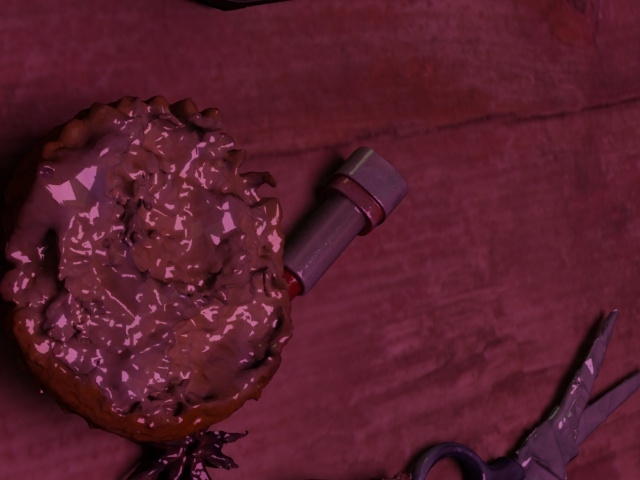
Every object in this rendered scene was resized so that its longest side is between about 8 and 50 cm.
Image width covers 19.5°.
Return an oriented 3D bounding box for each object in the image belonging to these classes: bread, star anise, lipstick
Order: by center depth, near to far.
[{"bbox_3d":[-0.144,0.024,1.459,0.274,0.149,0.274,4,84,-38],"label":"bread"},{"bbox_3d":[-0.108,0.183,1.549,0.124,0.056,0.129,-21,100,-31],"label":"star anise"},{"bbox_3d":[-0.001,0.000,1.669,0.063,0.057,0.186,43,63,-2],"label":"lipstick"}]

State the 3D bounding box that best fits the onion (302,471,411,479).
[{"bbox_3d":[0.031,0.311,1.642,0.283,0.120,0.227,-52,127,-33],"label":"onion"}]

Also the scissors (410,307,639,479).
[{"bbox_3d":[0.235,0.224,1.907,0.383,0.029,0.256,-46,120,-36],"label":"scissors"}]

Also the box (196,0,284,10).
[{"bbox_3d":[-0.064,-0.304,1.358,0.373,0.420,0.138,19,77,-42],"label":"box"}]
